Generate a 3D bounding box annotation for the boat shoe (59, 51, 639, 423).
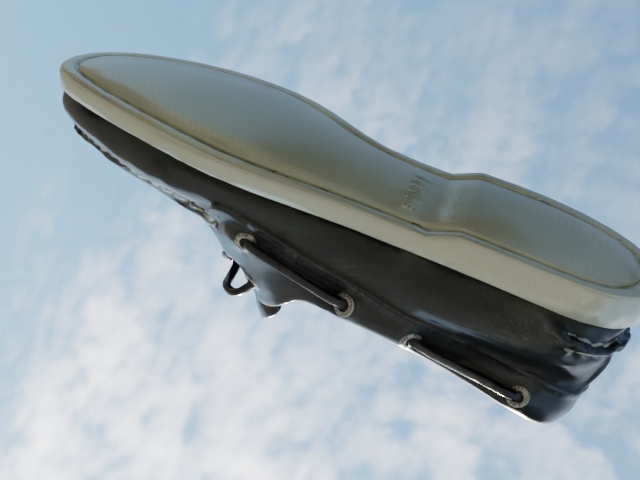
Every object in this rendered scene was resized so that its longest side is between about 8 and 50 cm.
[{"bbox_3d":[0.002,-0.001,0.637,0.127,0.340,0.113,-54,163,-61],"label":"boat shoe"}]
